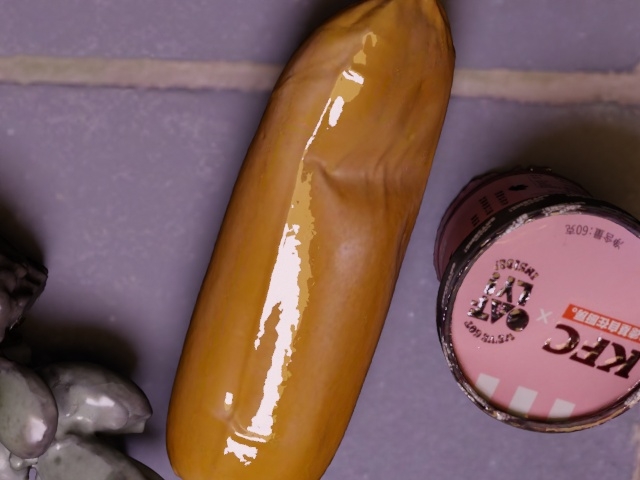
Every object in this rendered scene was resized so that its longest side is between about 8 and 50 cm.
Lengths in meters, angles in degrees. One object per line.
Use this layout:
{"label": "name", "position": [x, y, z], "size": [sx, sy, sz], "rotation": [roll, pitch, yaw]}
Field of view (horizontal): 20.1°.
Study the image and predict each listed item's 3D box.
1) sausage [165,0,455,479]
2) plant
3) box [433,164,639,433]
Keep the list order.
{"label": "sausage", "position": [-0.003, -0.002, 1.146], "size": [0.134, 0.116, 0.354], "rotation": [8, 106, -43]}
{"label": "plant", "position": [-0.207, 0.096, 1.149], "size": [0.149, 0.146, 0.274], "rotation": [-40, 106, 6]}
{"label": "box", "position": [0.143, 0.027, 1.161], "size": [0.151, 0.135, 0.151], "rotation": [-2, 111, -5]}
